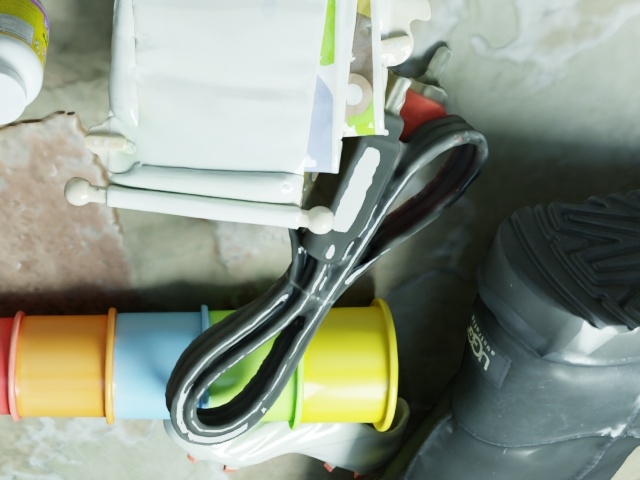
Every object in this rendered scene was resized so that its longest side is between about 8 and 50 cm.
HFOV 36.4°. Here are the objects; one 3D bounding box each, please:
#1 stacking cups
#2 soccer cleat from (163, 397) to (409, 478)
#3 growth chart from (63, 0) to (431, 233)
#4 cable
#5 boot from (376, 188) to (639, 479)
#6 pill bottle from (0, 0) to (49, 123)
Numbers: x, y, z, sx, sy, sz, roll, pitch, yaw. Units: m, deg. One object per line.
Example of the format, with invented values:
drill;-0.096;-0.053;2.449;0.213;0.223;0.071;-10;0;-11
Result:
stacking cups;-0.109;0.092;0.664;0.316;0.096;0.096;-2;130;-10
soccer cleat;-0.023;0.135;0.742;0.196;0.068;0.076;13;121;-29
growth chart;-0.032;-0.112;0.501;0.172;0.021;0.237;12;109;-4
cable;0.000;0.000;0.603;0.139;0.072;0.287;12;116;-35
boot;0.212;0.161;0.749;0.367;0.146;0.445;-1;133;-21
pill bottle;-0.165;-0.095;0.506;0.043;0.083;0.043;-5;130;-6
